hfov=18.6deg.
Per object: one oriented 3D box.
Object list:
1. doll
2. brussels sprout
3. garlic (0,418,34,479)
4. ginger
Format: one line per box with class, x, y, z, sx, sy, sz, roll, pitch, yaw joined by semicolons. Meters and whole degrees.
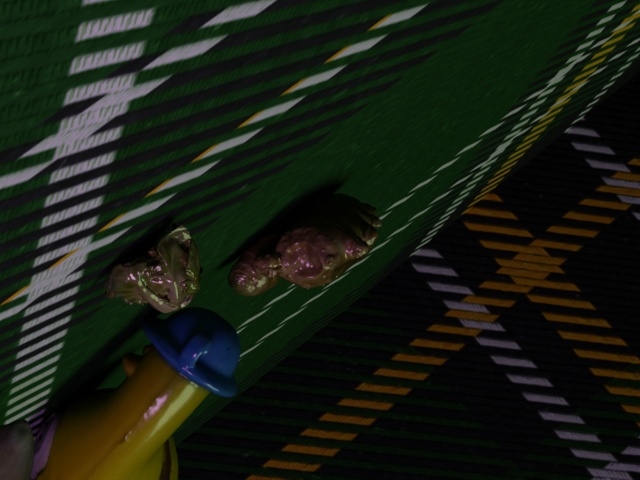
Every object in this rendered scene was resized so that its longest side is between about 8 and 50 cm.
doll;-0.187;0.192;1.851;0.363;0.145;0.199;-51;-178;43
brussels sprout;-0.122;0.027;1.486;0.085;0.058;0.085;-31;-171;6
garlic;-0.356;0.254;1.535;0.318;0.112;0.143;-29;176;-1
ginger;0.005;-0.001;1.904;0.205;0.081;0.115;-30;170;-47
